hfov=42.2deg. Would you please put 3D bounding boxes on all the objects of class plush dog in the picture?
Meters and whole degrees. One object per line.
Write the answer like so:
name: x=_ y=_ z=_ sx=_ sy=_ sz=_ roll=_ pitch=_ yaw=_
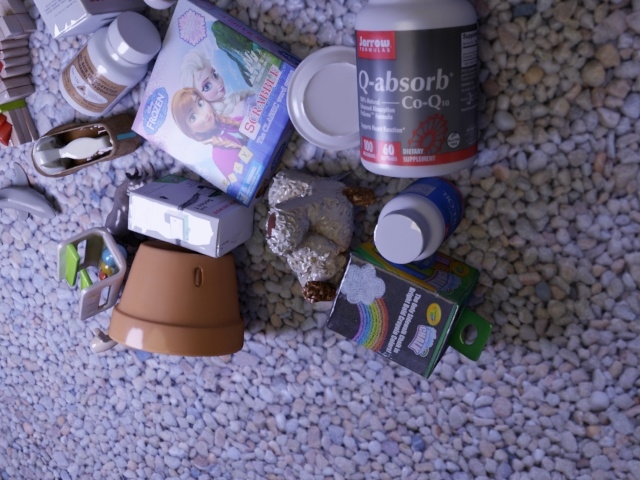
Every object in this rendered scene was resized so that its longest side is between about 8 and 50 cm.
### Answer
plush dog: x=0.000 y=0.000 z=1.634 sx=0.210 sy=0.262 sz=0.226 roll=-1 pitch=118 yaw=-2

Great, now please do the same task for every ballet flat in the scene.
ballet flat: x=-0.554 y=-0.203 z=1.857 sx=0.342 sy=0.124 sz=0.116 roll=-8 pitch=105 yaw=28

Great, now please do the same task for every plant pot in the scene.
plant pot: x=-0.297 y=0.115 z=1.782 sx=0.290 sy=0.291 sz=0.204 roll=9 pitch=95 yaw=22

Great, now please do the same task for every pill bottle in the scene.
pill bottle: x=0.178 y=-0.035 z=1.515 sx=0.124 sy=0.221 sz=0.124 roll=9 pitch=112 yaw=22
pill bottle: x=-0.433 y=-0.366 z=1.717 sx=0.229 sy=0.131 sz=0.131 roll=-31 pitch=93 yaw=40
pill bottle: x=0.165 y=-0.306 z=1.431 sx=0.210 sy=0.210 sz=0.363 roll=4 pitch=110 yaw=24

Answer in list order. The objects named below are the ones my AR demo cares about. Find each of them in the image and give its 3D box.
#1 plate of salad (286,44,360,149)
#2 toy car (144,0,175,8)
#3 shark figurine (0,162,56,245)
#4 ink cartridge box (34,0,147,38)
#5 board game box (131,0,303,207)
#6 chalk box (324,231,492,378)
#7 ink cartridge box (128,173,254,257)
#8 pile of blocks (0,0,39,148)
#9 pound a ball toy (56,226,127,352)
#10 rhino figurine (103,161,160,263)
plate of salad: x=0.035 y=-0.271 z=1.576 sx=0.199 sy=0.048 sz=0.200 roll=-2 pitch=111 yaw=-5
toy car: x=-0.328 y=-0.551 z=1.597 sx=0.159 sy=0.136 sz=0.182 roll=-52 pitch=50 yaw=31
shark figurine: x=-0.792 y=-0.078 z=2.024 sx=0.278 sy=0.116 sz=0.166 roll=-22 pitch=97 yaw=28
ink cartridge box: x=-0.497 y=-0.556 z=1.659 sx=0.114 sy=0.197 sz=0.273 roll=-23 pitch=97 yaw=31
board game box: x=-0.201 y=-0.283 z=1.694 sx=0.318 sy=0.066 sz=0.319 roll=33 pitch=118 yaw=11
chalk box: x=0.189 y=0.127 z=1.597 sx=0.288 sy=0.179 sz=0.180 roll=26 pitch=116 yaw=14
ink cartridge box: x=-0.269 y=-0.056 z=1.756 sx=0.219 sy=0.160 sz=0.093 roll=16 pitch=115 yaw=18
pile of blocks: x=-0.740 y=-0.371 z=1.890 sx=0.148 sy=0.112 sz=0.362 roll=15 pitch=114 yaw=20
pound a ball toy: x=-0.492 y=0.115 z=1.886 sx=0.208 sy=0.135 sz=0.319 roll=59 pitch=157 yaw=8
rhino figurine: x=-0.424 y=-0.073 z=1.874 sx=0.106 sy=0.073 sz=0.243 roll=31 pitch=117 yaw=9
